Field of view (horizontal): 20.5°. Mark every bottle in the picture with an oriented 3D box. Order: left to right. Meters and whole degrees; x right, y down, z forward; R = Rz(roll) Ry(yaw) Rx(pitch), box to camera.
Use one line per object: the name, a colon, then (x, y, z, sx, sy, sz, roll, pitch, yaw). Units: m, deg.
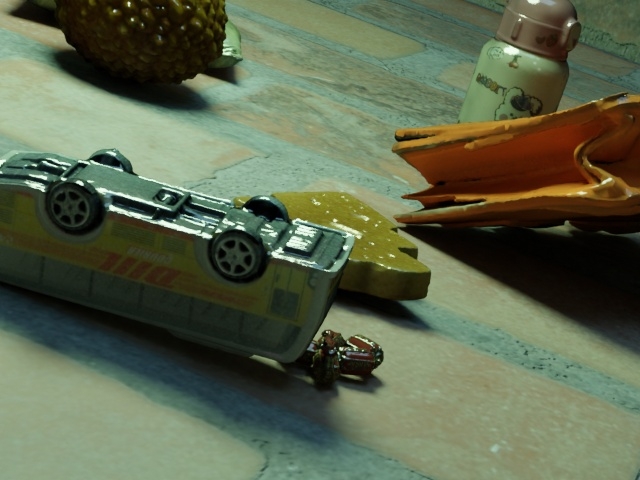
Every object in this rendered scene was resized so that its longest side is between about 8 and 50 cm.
bottle: (0.231, -0.181, 2.078, 0.110, 0.233, 0.110, 17, 16, -5)

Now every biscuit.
biscuit: (0.000, 0.000, 1.566, 0.212, 0.041, 0.238, 14, 15, 7)

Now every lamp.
lamp: (0.014, 0.084, 1.314, 0.083, 0.031, 0.063, 4, 19, -46)

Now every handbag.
handbag: (0.305, -0.066, 1.825, 0.304, 0.116, 0.410, -8, -7, 44)

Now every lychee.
lychee: (-0.211, -0.274, 1.979, 0.238, 0.200, 0.200, 40, 16, -3)

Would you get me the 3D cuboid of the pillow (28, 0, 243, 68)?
pillow: (-0.240, -0.290, 2.209, 0.303, 0.075, 0.185, 19, 16, -8)

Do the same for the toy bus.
toy bus: (-0.116, 0.007, 1.268, 0.268, 0.106, 0.092, 15, 24, 6)
